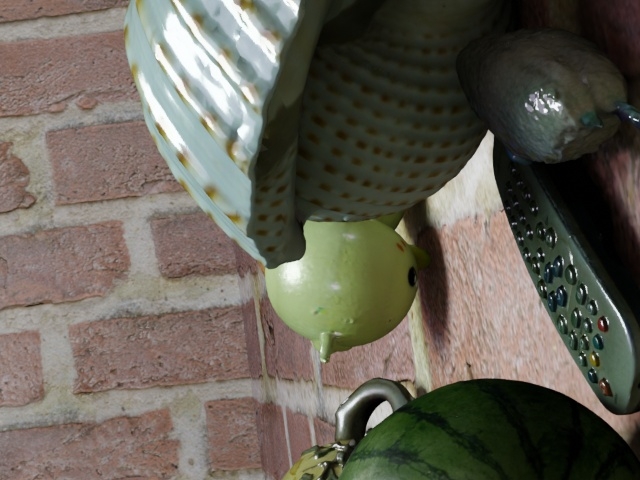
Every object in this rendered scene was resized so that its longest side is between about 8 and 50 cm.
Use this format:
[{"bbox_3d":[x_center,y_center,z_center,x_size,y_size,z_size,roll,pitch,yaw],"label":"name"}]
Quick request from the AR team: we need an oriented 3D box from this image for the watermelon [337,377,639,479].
[{"bbox_3d":[0.090,0.172,0.811,0.215,0.188,0.188,128,135,-70],"label":"watermelon"}]

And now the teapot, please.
[{"bbox_3d":[0.050,0.259,1.353,0.182,0.173,0.270,1,75,49],"label":"teapot"}]

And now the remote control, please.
[{"bbox_3d":[0.141,0.004,0.839,0.222,0.042,0.072,-108,14,-47],"label":"remote control"}]

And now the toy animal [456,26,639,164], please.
[{"bbox_3d":[0.141,-0.054,0.762,0.079,0.070,0.253,46,-178,-36],"label":"toy animal"}]

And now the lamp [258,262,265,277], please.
[{"bbox_3d":[0.000,0.000,1.486,0.136,0.136,0.136,173,90,-82],"label":"lamp"}]

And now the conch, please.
[{"bbox_3d":[-0.002,-0.151,0.897,0.303,0.215,0.319,-30,-39,-51],"label":"conch"}]

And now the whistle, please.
[{"bbox_3d":[0.043,-0.027,1.307,0.141,0.141,0.294,102,-169,-66],"label":"whistle"}]
